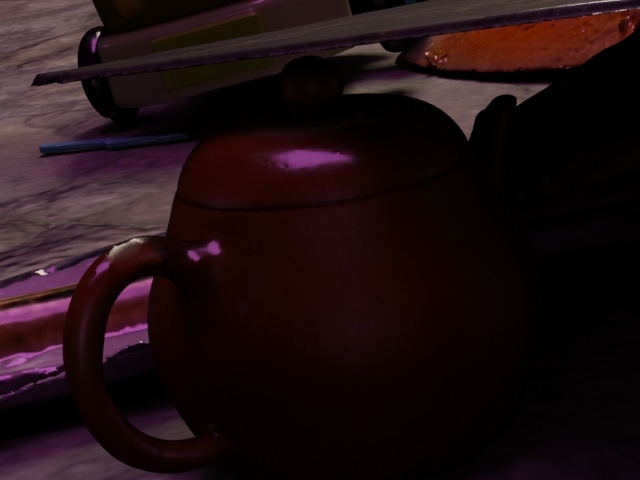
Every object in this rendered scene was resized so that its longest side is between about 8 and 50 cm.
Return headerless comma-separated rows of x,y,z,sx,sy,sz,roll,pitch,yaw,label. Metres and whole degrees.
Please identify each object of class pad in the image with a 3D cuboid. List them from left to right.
0.133,-0.078,0.454,0.368,0.007,0.248,-2,12,37,pad

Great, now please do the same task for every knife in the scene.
-0.116,-0.055,0.916,0.091,0.005,0.014,-4,15,16,knife

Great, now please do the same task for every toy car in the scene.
-0.054,-0.193,0.981,0.204,0.198,0.248,-13,12,14,toy car

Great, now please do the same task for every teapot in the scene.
0.001,0.004,0.449,0.173,0.116,0.116,-23,21,-39,teapot

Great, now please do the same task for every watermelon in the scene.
0.149,-0.127,0.938,0.119,0.063,0.245,-36,28,-31,watermelon

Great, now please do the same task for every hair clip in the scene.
0.000,-0.001,0.571,0.359,0.095,0.110,-19,52,-5,hair clip
